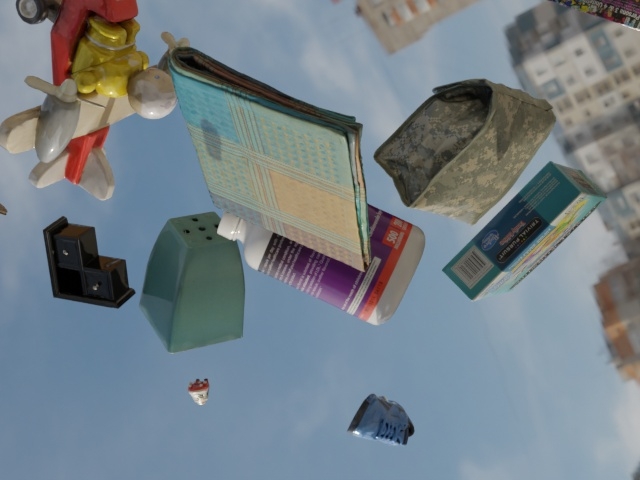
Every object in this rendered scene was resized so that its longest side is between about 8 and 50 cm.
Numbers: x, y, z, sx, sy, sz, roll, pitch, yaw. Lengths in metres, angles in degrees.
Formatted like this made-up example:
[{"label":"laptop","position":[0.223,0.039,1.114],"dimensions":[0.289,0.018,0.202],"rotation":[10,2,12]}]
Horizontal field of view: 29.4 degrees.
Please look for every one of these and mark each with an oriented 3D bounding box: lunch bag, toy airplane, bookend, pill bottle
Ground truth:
[{"label":"lunch bag","position":[0.285,-0.187,2.307],"dimensions":[0.235,0.287,0.169],"rotation":[12,-140,-50]},{"label":"toy airplane","position":[-0.370,-0.244,2.100],"dimensions":[0.386,0.273,0.384],"rotation":[-67,-25,-19]},{"label":"bookend","position":[-0.466,0.045,2.459],"dimensions":[0.072,0.157,0.156],"rotation":[-47,-39,-55]},{"label":"pill bottle","position":[0.000,0.000,2.026],"dimensions":[0.323,0.181,0.181],"rotation":[25,-154,0]}]

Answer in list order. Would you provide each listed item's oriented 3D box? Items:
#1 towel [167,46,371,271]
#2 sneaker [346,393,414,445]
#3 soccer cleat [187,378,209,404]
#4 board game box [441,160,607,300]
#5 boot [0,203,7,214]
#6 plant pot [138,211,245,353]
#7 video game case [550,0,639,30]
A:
[{"label":"towel","position":[-0.057,-0.099,1.619],"dimensions":[0.040,0.271,0.370],"rotation":[-59,-18,-21]},{"label":"sneaker","position":[0.106,0.298,1.983],"dimensions":[0.082,0.069,0.209],"rotation":[33,-176,18]},{"label":"soccer cleat","position":[-0.171,0.216,1.726],"dimensions":[0.083,0.029,0.035],"rotation":[79,-172,-89]},{"label":"board game box","position":[0.365,-0.015,2.122],"dimensions":[0.079,0.254,0.336],"rotation":[47,-165,14]},{"label":"boot","position":[-0.626,-0.108,2.280],"dimensions":[0.118,0.087,0.042],"rotation":[25,179,-24]},{"label":"plant pot","position":[-0.248,0.072,2.427],"dimensions":[0.166,0.234,0.165],"rotation":[-11,-140,-29]},{"label":"video game case","position":[0.486,-0.457,1.950],"dimensions":[0.232,0.210,0.042],"rotation":[17,-158,-3]}]
